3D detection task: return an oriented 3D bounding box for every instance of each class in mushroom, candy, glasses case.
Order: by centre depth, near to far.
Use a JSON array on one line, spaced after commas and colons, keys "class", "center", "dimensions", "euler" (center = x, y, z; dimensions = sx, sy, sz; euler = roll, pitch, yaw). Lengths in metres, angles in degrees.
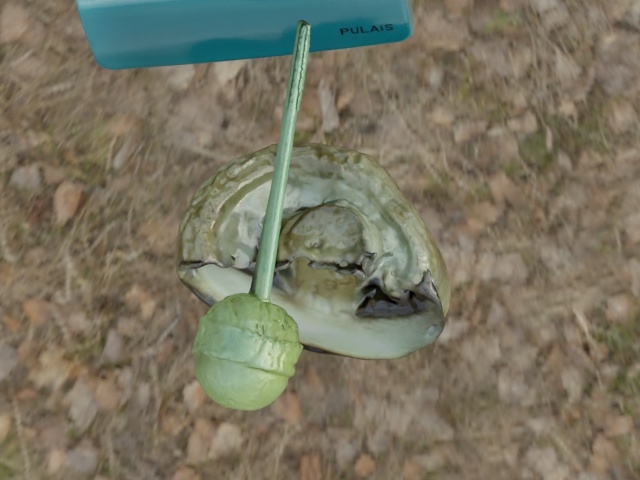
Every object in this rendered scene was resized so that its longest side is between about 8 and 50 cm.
[{"class": "candy", "center": [-0.042, -0.023, 1.374], "dimensions": [0.092, 0.093, 0.336], "euler": [10, 83, 2]}, {"class": "glasses case", "center": [-0.068, -0.219, 1.502], "dimensions": [0.301, 0.070, 0.117], "euler": [-6, 132, 7]}, {"class": "mushroom", "center": [0.005, 0.004, 1.609], "dimensions": [0.267, 0.164, 0.189], "euler": [3, 151, 18]}]
